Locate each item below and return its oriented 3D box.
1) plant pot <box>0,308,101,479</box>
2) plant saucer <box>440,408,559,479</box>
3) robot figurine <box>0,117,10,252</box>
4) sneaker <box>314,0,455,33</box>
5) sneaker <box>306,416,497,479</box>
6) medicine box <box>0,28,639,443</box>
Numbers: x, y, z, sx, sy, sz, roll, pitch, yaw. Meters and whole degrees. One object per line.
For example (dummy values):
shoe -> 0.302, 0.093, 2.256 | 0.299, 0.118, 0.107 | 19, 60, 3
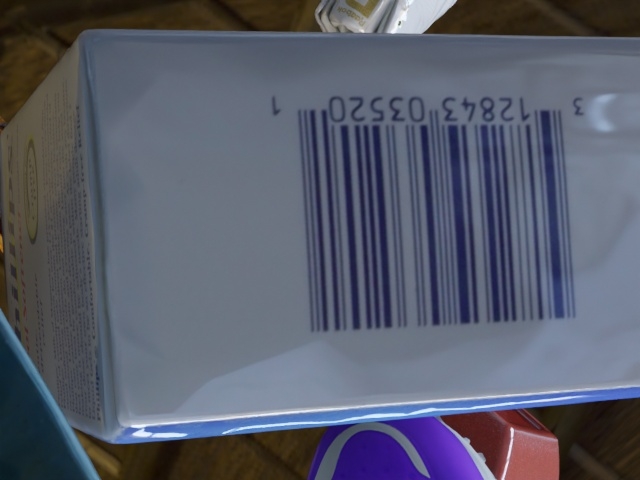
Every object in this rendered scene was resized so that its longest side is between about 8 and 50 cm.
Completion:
plant pot -> -0.248, 0.045, 0.250 | 0.334, 0.341, 0.341 | -32, -107, -8
plant saucer -> 0.105, 0.124, 1.240 | 0.258, 0.259, 0.047 | 41, -85, 22
robot figurine -> -0.256, -0.010, 1.263 | 0.085, 0.291, 0.211 | -41, -144, -12
sneaker -> 0.076, -0.256, 1.219 | 0.108, 0.292, 0.169 | 30, -117, 15
sneaker -> 0.017, 0.191, 0.543 | 0.102, 0.146, 0.293 | -14, -119, 26
medicine box -> 0.000, 0.000, 0.642 | 0.263, 0.289, 0.149 | -3, -93, -19
